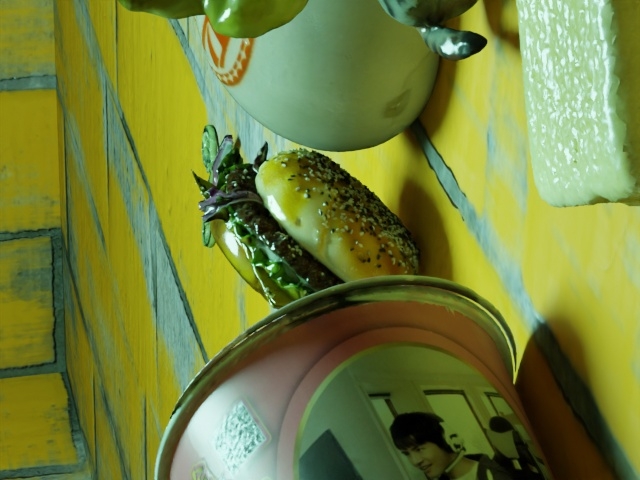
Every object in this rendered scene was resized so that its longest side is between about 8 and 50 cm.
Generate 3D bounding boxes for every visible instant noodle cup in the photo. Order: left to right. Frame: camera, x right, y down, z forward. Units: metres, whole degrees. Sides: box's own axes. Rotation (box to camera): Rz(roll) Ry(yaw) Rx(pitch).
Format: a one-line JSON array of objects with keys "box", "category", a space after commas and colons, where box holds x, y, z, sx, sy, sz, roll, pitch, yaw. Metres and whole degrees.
[{"box": [0.052, 0.187, 1.052, 0.255, 0.244, 0.244, -118, 25, -42], "category": "instant noodle cup"}]

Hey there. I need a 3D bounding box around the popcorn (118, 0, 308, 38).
[{"box": [-0.107, -0.248, 1.096, 0.242, 0.250, 0.235, 24, 85, 59], "category": "popcorn"}]

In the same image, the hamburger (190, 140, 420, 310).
[{"box": [-0.003, -0.003, 1.328, 0.189, 0.093, 0.164, 46, -169, 27], "category": "hamburger"}]

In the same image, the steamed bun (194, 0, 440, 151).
[{"box": [-0.013, -0.173, 1.297, 0.232, 0.145, 0.232, 174, 90, -77], "category": "steamed bun"}]

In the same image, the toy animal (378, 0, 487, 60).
[{"box": [0.061, -0.235, 1.111, 0.170, 0.090, 0.255, 108, 156, -69], "category": "toy animal"}]

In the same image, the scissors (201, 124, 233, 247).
[{"box": [-0.107, -0.066, 2.011, 0.187, 0.020, 0.133, 151, 118, -77], "category": "scissors"}]

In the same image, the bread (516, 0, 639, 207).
[{"box": [0.135, -0.106, 0.865, 0.125, 0.068, 0.188, 175, 89, -77], "category": "bread"}]
